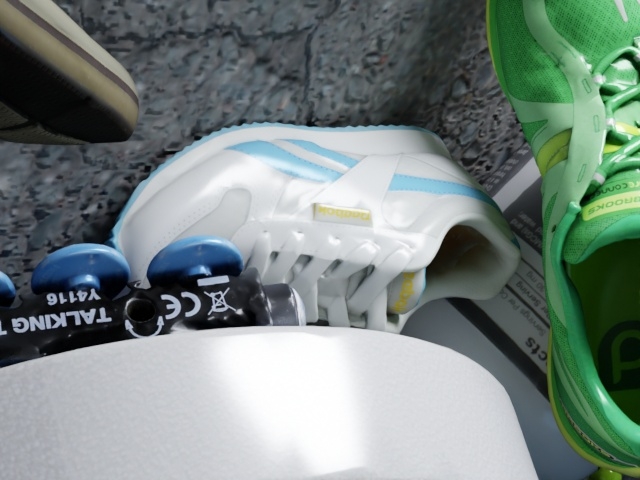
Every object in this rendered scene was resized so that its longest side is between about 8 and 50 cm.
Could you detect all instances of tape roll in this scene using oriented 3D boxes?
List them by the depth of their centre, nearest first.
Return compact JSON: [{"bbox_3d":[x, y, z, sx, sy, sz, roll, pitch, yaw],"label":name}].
[{"bbox_3d":[-0.089,0.161,0.721,0.392,0.072,0.392,-13,152,-7],"label":"tape roll"}]

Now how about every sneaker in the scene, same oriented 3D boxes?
[{"bbox_3d":[0.151,-0.032,0.772,0.109,0.295,0.123,-10,180,-3],"label":"sneaker"},{"bbox_3d":[0.000,0.000,0.773,0.229,0.092,0.087,-12,136,-37],"label":"sneaker"}]

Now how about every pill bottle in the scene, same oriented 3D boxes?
[{"bbox_3d":[0.136,0.036,0.915,0.278,0.162,0.162,-44,149,-4],"label":"pill bottle"}]

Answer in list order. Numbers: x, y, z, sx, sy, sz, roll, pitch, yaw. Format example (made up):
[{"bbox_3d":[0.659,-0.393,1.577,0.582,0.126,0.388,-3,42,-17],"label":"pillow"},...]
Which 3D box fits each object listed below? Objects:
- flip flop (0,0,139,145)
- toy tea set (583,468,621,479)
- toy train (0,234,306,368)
[{"bbox_3d":[-0.139,-0.108,0.489,0.277,0.112,0.080,46,53,-50],"label":"flip flop"},{"bbox_3d":[0.252,0.068,1.088,0.336,0.124,0.200,-44,152,-25],"label":"toy tea set"},{"bbox_3d":[-0.098,0.057,0.686,0.184,0.080,0.105,-7,142,-13],"label":"toy train"}]
